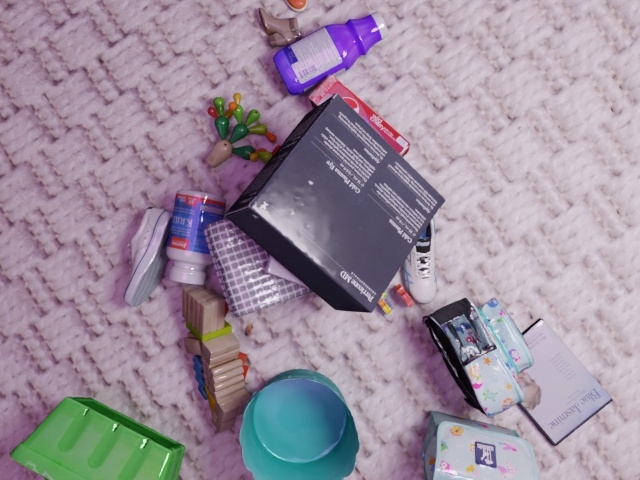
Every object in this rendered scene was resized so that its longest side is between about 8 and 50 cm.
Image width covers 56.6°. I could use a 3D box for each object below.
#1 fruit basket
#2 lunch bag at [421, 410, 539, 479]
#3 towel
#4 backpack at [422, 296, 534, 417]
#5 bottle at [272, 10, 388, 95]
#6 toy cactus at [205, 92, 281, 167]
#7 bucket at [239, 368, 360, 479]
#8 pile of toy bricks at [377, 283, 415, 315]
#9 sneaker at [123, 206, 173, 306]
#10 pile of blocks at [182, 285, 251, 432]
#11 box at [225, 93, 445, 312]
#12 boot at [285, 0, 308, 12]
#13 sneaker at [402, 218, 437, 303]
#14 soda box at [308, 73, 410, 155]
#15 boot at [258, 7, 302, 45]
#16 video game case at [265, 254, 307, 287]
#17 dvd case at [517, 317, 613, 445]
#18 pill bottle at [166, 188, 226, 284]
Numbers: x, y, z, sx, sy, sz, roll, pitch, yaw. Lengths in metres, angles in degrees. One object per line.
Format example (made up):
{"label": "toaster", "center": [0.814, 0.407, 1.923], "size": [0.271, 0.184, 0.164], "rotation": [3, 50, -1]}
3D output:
{"label": "fruit basket", "center": [-0.544, 0.593, 1.384], "size": [0.392, 0.283, 0.392], "rotation": [0, 75, -1]}
{"label": "lunch bag", "center": [0.346, 0.492, 1.320], "size": [0.223, 0.262, 0.160], "rotation": [12, 89, 6]}
{"label": "towel", "center": [-0.107, 0.032, 1.403], "size": [0.283, 0.121, 0.235], "rotation": [-19, 86, -19]}
{"label": "backpack", "center": [0.366, 0.259, 1.334], "size": [0.191, 0.225, 0.254], "rotation": [-24, 72, 6]}
{"label": "bottle", "center": [0.027, -0.468, 1.464], "size": [0.282, 0.092, 0.118], "rotation": [-28, 87, 4]}
{"label": "toy cactus", "center": [-0.215, -0.253, 1.484], "size": [0.219, 0.112, 0.180], "rotation": [45, 102, -4]}
{"label": "bucket", "center": [-0.050, 0.437, 1.385], "size": [0.281, 0.183, 0.281], "rotation": [0, 89, -1]}
{"label": "pile of toy bricks", "center": [0.128, 0.095, 1.431], "size": [0.118, 0.105, 0.212], "rotation": [-37, 85, 3]}
{"label": "sneaker", "center": [-0.442, 0.038, 1.502], "size": [0.091, 0.094, 0.258], "rotation": [20, 83, 19]}
{"label": "pile of blocks", "center": [-0.248, 0.281, 1.474], "size": [0.112, 0.149, 0.362], "rotation": [-14, 98, -38]}
{"label": "box", "center": [0.034, -0.070, 1.281], "size": [0.343, 0.179, 0.312], "rotation": [42, 70, -16]}
{"label": "boot", "center": [-0.076, -0.654, 1.485], "size": [0.059, 0.084, 0.158], "rotation": [-20, 88, 3]}
{"label": "sneaker", "center": [0.240, 0.036, 1.434], "size": [0.085, 0.086, 0.237], "rotation": [-4, 89, 3]}
{"label": "soda box", "center": [0.096, -0.284, 1.452], "size": [0.263, 0.092, 0.083], "rotation": [43, 93, 5]}
{"label": "boot", "center": [-0.100, -0.547, 1.509], "size": [0.087, 0.042, 0.118], "rotation": [-19, 88, -2]}
{"label": "video game case", "center": [0.000, 0.000, 1.374], "size": [0.206, 0.026, 0.227], "rotation": [22, 78, -22]}
{"label": "dvd case", "center": [0.545, 0.340, 1.427], "size": [0.180, 0.022, 0.253], "rotation": [-41, 85, 3]}
{"label": "pill bottle", "center": [-0.310, -0.007, 1.464], "size": [0.124, 0.124, 0.222], "rotation": [9, 89, 5]}
